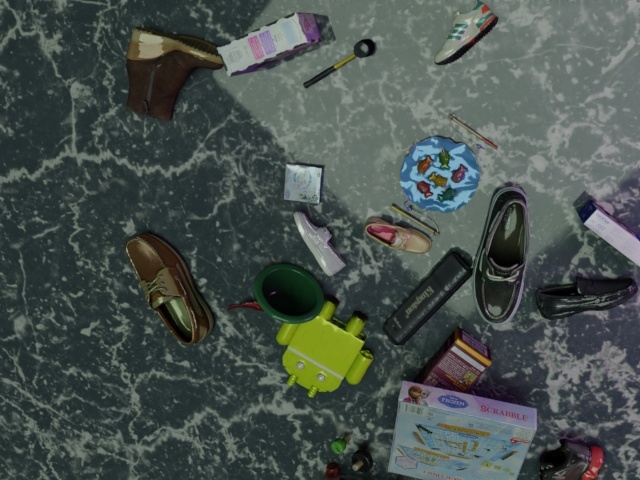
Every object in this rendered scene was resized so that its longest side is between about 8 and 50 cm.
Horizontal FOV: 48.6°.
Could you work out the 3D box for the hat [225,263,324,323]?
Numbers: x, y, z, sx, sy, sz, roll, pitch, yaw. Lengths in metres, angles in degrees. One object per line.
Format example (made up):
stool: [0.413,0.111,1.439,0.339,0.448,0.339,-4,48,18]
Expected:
hat: [-0.105,0.174,1.810,0.208,0.172,0.184,51,144,25]

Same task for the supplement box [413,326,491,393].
supplement box: [0.323,0.322,1.750,0.104,0.081,0.188,35,110,0]

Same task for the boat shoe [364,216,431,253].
boat shoe: [0.182,-0.004,1.698,0.169,0.059,0.063,19,109,7]

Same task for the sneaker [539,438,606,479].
sneaker: [0.584,0.605,1.765,0.135,0.097,0.276,28,108,3]

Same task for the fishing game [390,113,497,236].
fishing game: [0.276,-0.151,1.646,0.189,0.041,0.264,35,110,-2]

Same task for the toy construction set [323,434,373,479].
toy construction set: [0.054,0.725,1.824,0.257,0.237,0.309,33,121,21]

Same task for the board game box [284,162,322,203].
board game box: [-0.042,-0.140,1.730,0.089,0.020,0.090,8,108,10]

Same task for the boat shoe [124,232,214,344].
boat shoe: [-0.394,0.128,1.835,0.122,0.120,0.324,-34,97,19]

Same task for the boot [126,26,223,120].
boot: [-0.350,-0.388,1.710,0.248,0.090,0.207,16,121,7]

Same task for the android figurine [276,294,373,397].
android figurine: [0.006,0.280,1.825,0.248,0.056,0.273,31,108,2]

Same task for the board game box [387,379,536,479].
board game box: [0.337,0.494,1.742,0.318,0.066,0.318,11,133,9]

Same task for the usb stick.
usb stick: [0.258,0.144,1.725,0.278,0.045,0.077,-50,65,21]

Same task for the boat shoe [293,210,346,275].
boat shoe: [0.000,0.000,1.741,0.063,0.066,0.184,-30,97,8]

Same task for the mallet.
mallet: [0.037,-0.398,1.614,0.189,0.062,0.039,-28,99,19]

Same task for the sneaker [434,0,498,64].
sneaker: [0.304,-0.454,1.549,0.161,0.057,0.075,-38,78,21]

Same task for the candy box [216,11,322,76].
candy box: [-0.109,-0.438,1.581,0.196,0.165,0.070,-19,101,17]

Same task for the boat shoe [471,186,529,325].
boat shoe: [0.411,0.047,1.629,0.121,0.119,0.336,4,107,12]

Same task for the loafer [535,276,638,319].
loafer: [0.608,0.121,1.629,0.223,0.076,0.078,-16,110,20]

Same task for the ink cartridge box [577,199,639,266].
ink cartridge box: [0.671,-0.003,1.568,0.207,0.097,0.046,37,110,0]
